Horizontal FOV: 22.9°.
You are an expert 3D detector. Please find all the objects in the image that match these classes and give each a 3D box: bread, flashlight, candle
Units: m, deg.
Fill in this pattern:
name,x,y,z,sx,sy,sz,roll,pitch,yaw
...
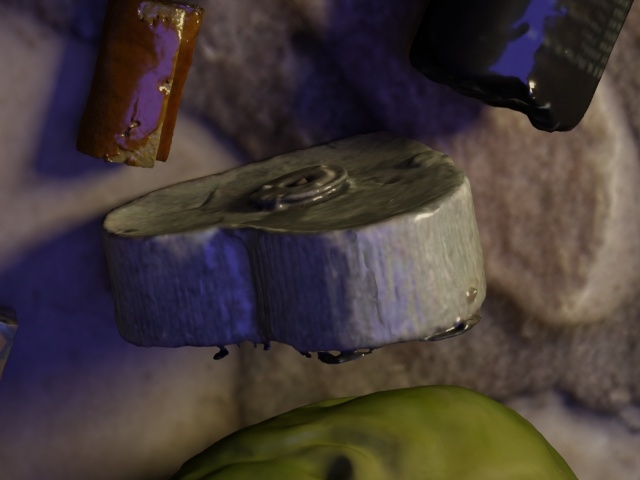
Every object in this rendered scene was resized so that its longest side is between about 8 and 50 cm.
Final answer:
name,x,y,z,sx,sy,sz,roll,pitch,yaw
bread,-0.087,-0.078,0.765,0.047,0.036,0.083,11,98,-17
flashlight,0.165,-0.260,0.769,0.103,0.103,0.423,21,96,-21
candle,0.000,0.000,0.760,0.168,0.192,0.068,-34,118,-55

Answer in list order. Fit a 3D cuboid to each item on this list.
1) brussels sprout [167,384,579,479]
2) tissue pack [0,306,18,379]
name,x,y,z,sx,sy,sz,roll,pitch,yaw
brussels sprout,0.037,0.220,0.772,0.328,0.247,0.327,-5,104,-20
tissue pack,-0.189,0.067,0.770,0.063,0.035,0.083,18,99,-21
